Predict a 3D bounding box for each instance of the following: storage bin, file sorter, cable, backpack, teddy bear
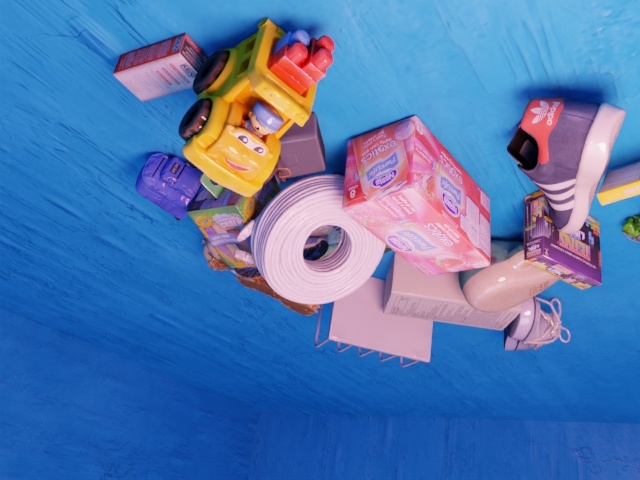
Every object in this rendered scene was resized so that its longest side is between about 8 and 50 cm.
[{"bbox_3d":[-0.043,-0.162,1.061,0.091,0.098,0.135,-7,151,8],"label":"storage bin"},{"bbox_3d":[0.144,0.223,1.657,0.278,0.192,0.173,15,156,-11],"label":"file sorter"},{"bbox_3d":[0.000,0.000,1.142,0.257,0.089,0.257,35,101,-33],"label":"cable"},{"bbox_3d":[-0.301,-0.121,1.216,0.120,0.097,0.101,30,140,-13],"label":"backpack"},{"bbox_3d":[-0.141,0.063,1.495,0.338,0.113,0.245,23,160,5],"label":"teddy bear"}]

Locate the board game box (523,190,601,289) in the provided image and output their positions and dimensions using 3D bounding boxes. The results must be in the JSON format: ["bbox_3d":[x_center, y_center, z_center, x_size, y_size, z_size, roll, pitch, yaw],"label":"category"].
[{"bbox_3d":[0.464,-0.001,1.158,0.170,0.140,0.048,22,151,-26],"label":"board game box"}]

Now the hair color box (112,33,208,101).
[{"bbox_3d":[-0.248,-0.270,0.954,0.141,0.043,0.072,-5,150,28],"label":"hair color box"}]

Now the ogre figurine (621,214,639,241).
[{"bbox_3d":[0.669,-0.027,1.104,0.118,0.096,0.197,33,133,-8],"label":"ogre figurine"}]

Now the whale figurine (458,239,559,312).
[{"bbox_3d":[0.433,0.050,1.320,0.272,0.141,0.216,-22,148,6],"label":"whale figurine"}]

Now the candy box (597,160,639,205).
[{"bbox_3d":[0.547,-0.114,0.945,0.206,0.105,0.027,-20,101,40],"label":"candy box"}]

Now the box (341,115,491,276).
[{"bbox_3d":[0.183,-0.066,1.098,0.142,0.153,0.300,-15,146,35],"label":"box"}]

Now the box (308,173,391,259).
[{"bbox_3d":[0.036,-0.022,1.345,0.233,0.058,0.322,23,152,-26],"label":"box"}]

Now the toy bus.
[{"bbox_3d":[-0.073,-0.201,0.854,0.212,0.220,0.149,-24,134,39],"label":"toy bus"}]

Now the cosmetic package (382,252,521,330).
[{"bbox_3d":[0.321,0.129,1.498,0.310,0.113,0.160,9,154,1],"label":"cosmetic package"}]

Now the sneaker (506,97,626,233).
[{"bbox_3d":[0.382,-0.124,0.984,0.148,0.131,0.350,21,164,22],"label":"sneaker"}]

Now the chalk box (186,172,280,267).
[{"bbox_3d":[-0.160,-0.063,1.205,0.132,0.132,0.213,-4,134,32],"label":"chalk box"}]

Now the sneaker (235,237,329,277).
[{"bbox_3d":[-0.088,0.017,1.326,0.211,0.081,0.080,-10,150,2],"label":"sneaker"}]

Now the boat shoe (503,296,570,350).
[{"bbox_3d":[0.571,0.223,1.582,0.157,0.135,0.367,3,156,13],"label":"boat shoe"}]
